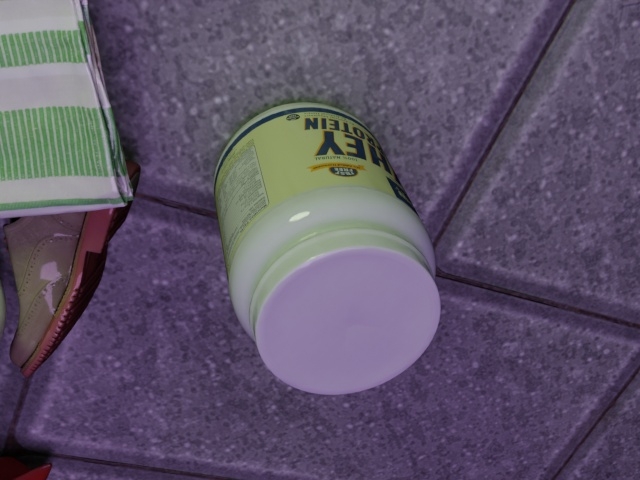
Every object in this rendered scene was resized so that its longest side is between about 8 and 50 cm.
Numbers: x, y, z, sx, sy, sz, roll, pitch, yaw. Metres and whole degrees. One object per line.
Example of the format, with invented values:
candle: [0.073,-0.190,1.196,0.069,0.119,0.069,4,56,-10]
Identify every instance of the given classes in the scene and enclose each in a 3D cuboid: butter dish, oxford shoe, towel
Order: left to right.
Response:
butter dish: [-0.521,0.392,1.260,0.160,0.118,0.160,-20,144,-58]
towel: [-0.353,-0.178,0.891,0.247,0.038,0.325,-5,114,7]
oxford shoe: [-0.349,0.022,1.061,0.130,0.123,0.348,27,111,-6]

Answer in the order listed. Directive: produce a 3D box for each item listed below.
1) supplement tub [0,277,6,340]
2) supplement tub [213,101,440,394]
supplement tub: [-0.569,0.093,0.970,0.316,0.228,0.228,-23,125,3]
supplement tub: [0.000,0.000,0.980,0.235,0.325,0.235,-6,124,-9]
